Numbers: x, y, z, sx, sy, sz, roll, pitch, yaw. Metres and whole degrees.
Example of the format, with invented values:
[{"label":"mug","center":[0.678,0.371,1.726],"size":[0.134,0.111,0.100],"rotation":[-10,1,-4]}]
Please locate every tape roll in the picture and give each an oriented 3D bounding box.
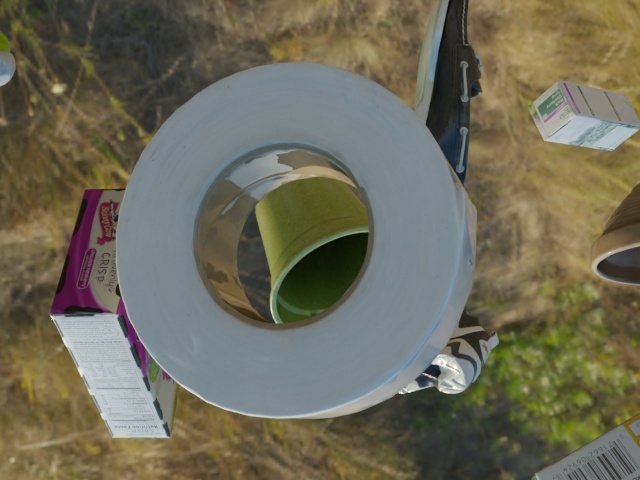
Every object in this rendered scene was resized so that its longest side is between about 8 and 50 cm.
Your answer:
[{"label":"tape roll","center":[-0.018,0.003,0.855],"size":[0.286,0.286,0.100],"rotation":[-21,165,10]}]

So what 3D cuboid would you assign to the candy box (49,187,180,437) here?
[{"label":"candy box","center":[-0.198,0.081,1.085],"size":[0.071,0.159,0.233],"rotation":[0,141,6]}]

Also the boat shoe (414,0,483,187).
[{"label":"boat shoe","center":[0.177,-0.210,1.441],"size":[0.091,0.303,0.114],"rotation":[12,169,-1]}]

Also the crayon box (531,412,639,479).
[{"label":"crayon box","center":[0.394,0.348,1.112],"size":[0.203,0.323,0.083],"rotation":[-25,153,-15]}]

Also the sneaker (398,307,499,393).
[{"label":"sneaker","center":[0.171,0.162,1.624],"size":[0.235,0.094,0.153],"rotation":[-8,-163,46]}]

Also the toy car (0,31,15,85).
[{"label":"toy car","center":[-0.617,-0.308,1.764],"size":[0.182,0.159,0.136],"rotation":[-21,164,-45]}]

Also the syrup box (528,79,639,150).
[{"label":"syrup box","center":[0.556,-0.259,2.191],"size":[0.236,0.096,0.093],"rotation":[4,146,-39]}]

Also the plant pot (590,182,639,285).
[{"label":"plant pot","center":[0.476,-0.020,1.386],"size":[0.237,0.110,0.237],"rotation":[0,164,0]}]

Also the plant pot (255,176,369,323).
[{"label":"plant pot","center":[0.000,0.000,1.941],"size":[0.276,0.254,0.276],"rotation":[-14,137,-14]}]
